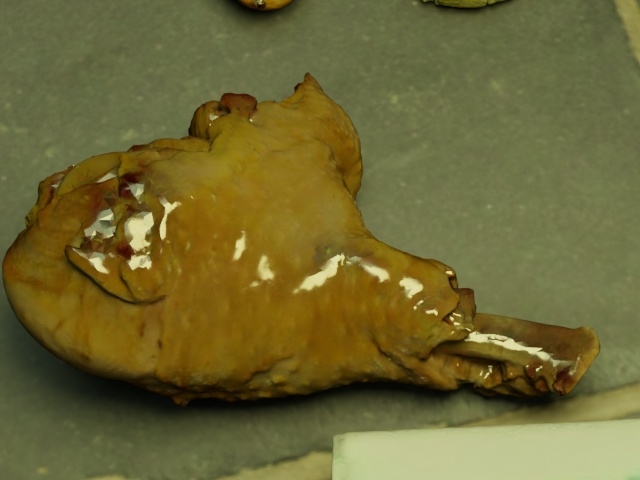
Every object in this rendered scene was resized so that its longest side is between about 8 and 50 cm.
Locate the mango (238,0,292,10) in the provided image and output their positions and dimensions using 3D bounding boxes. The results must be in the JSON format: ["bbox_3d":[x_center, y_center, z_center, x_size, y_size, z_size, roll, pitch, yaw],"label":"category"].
[{"bbox_3d":[-0.057,-0.265,1.170,0.098,0.075,0.190,1,57,-14],"label":"mango"}]

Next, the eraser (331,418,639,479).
[{"bbox_3d":[0.149,0.211,0.892,0.289,0.104,0.189,-3,58,0],"label":"eraser"}]

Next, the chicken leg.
[{"bbox_3d":[0.000,0.000,0.990,0.409,0.182,0.295,14,47,6],"label":"chicken leg"}]

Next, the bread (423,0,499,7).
[{"bbox_3d":[0.121,-0.266,1.168,0.117,0.064,0.156,2,61,-1],"label":"bread"}]
